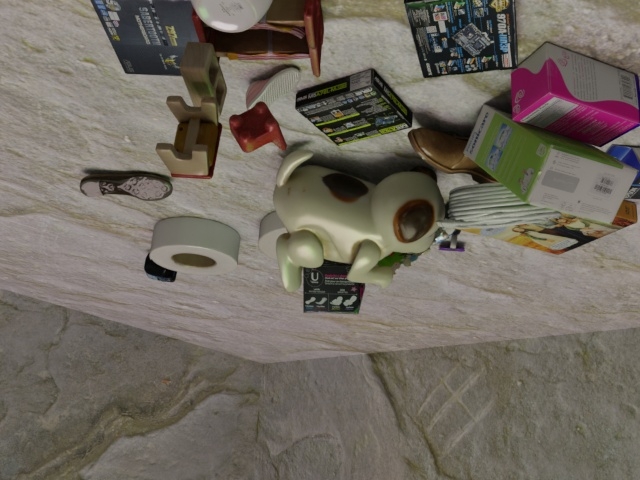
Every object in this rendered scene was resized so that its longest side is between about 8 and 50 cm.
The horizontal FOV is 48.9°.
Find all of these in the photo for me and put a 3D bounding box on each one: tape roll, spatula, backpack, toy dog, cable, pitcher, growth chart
[{"bbox_3d":[-0.405,0.023,2.281,0.286,0.100,0.286,4,160,1],"label":"tape roll"},{"bbox_3d":[0.000,0.000,2.188,0.391,0.072,0.392,4,159,2],"label":"tape roll"},{"bbox_3d":[0.408,-0.006,2.148,0.084,0.030,0.296,3,159,7],"label":"spatula"},{"bbox_3d":[-0.562,0.095,2.492,0.114,0.105,0.084,10,158,0],"label":"backpack"},{"bbox_3d":[0.109,-0.072,1.774,0.407,0.285,0.396,-2,118,18],"label":"toy dog"},{"bbox_3d":[0.424,-0.081,1.634,0.257,0.089,0.257,0,174,-45],"label":"cable"},{"bbox_3d":[-0.131,-0.409,0.962,0.125,0.207,0.177,-8,154,29],"label":"pitcher"},{"bbox_3d":[0.235,0.011,1.921,0.237,0.172,0.021,-31,123,3],"label":"growth chart"}]

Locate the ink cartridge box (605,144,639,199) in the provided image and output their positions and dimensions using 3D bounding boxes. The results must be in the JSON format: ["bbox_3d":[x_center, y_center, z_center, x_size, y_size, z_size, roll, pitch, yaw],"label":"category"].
[{"bbox_3d":[0.820,-0.151,1.654,0.332,0.065,0.165,4,160,3],"label":"ink cartridge box"}]

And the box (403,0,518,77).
[{"bbox_3d":[0.247,-0.368,1.212,0.175,0.051,0.220,-3,158,17],"label":"box"}]

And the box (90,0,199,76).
[{"bbox_3d":[-0.289,-0.383,1.263,0.183,0.059,0.233,2,159,2],"label":"box"}]

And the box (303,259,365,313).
[{"bbox_3d":[0.044,0.109,2.032,0.163,0.142,0.247,1,-168,7],"label":"box"}]

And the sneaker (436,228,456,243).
[{"bbox_3d":[0.281,-0.033,2.036,0.237,0.085,0.086,-11,147,27],"label":"sneaker"}]

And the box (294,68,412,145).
[{"bbox_3d":[0.072,-0.276,1.496,0.190,0.045,0.184,-11,157,32],"label":"box"}]

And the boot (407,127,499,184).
[{"bbox_3d":[0.326,-0.210,1.570,0.305,0.112,0.115,11,143,-35],"label":"boot"}]

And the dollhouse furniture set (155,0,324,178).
[{"bbox_3d":[-0.113,-0.255,1.134,0.201,0.374,0.152,3,155,7],"label":"dollhouse furniture set"}]

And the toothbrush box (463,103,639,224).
[{"bbox_3d":[0.448,-0.157,1.408,0.206,0.122,0.283,12,-160,-19],"label":"toothbrush box"}]

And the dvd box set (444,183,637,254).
[{"bbox_3d":[0.585,-0.070,1.907,0.420,0.062,0.307,13,157,-23],"label":"dvd box set"}]

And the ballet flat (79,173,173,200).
[{"bbox_3d":[-0.528,-0.153,1.922,0.249,0.058,0.084,0,124,-3],"label":"ballet flat"}]

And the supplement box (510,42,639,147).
[{"bbox_3d":[0.483,-0.271,1.334,0.219,0.111,0.114,13,157,-21],"label":"supplement box"}]

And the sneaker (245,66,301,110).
[{"bbox_3d":[-0.102,-0.315,1.432,0.134,0.070,0.051,-38,133,18],"label":"sneaker"}]
